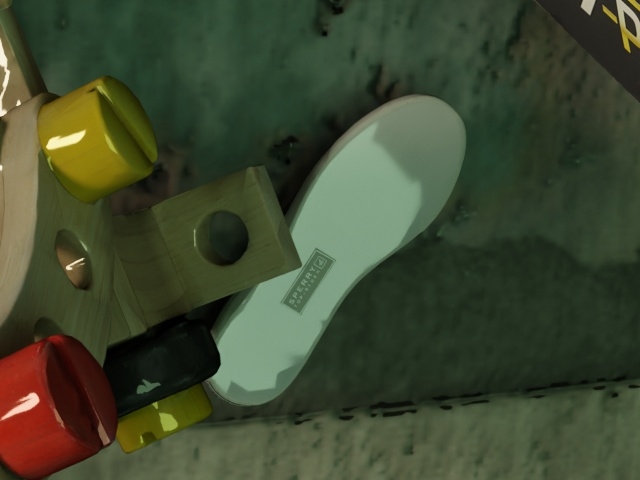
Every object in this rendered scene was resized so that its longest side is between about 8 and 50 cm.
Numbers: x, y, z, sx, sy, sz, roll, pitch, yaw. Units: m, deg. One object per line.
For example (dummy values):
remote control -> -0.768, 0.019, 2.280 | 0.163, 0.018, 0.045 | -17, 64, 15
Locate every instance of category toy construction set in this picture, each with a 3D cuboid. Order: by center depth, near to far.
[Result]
toy construction set -> -0.089, -0.059, 0.636 | 0.309, 0.257, 0.237 | -49, 163, 18

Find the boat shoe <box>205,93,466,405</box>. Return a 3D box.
boat shoe -> 0.000, 0.000, 0.765 | 0.049, 0.040, 0.142 | 39, 91, -18

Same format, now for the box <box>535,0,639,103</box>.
box -> 0.254, -0.173, 0.651 | 0.395, 0.318, 0.097 | -31, 140, -8
